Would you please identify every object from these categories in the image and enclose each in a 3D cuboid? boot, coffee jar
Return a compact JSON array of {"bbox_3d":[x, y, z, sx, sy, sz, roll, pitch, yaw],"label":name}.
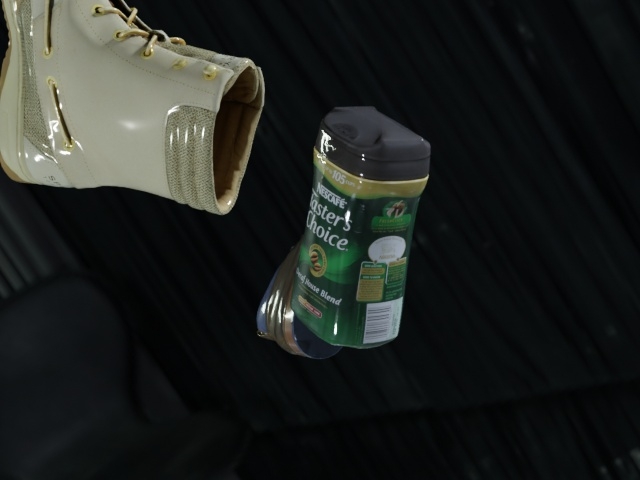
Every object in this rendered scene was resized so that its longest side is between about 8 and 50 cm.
[{"bbox_3d":[-0.138,-0.157,1.133,0.203,0.262,0.095,11,12,25],"label":"boot"},{"bbox_3d":[0.000,0.000,1.386,0.106,0.082,0.219,-3,62,61],"label":"boot"},{"bbox_3d":[0.032,-0.013,1.229,0.079,0.184,0.096,-4,25,-31],"label":"coffee jar"}]
